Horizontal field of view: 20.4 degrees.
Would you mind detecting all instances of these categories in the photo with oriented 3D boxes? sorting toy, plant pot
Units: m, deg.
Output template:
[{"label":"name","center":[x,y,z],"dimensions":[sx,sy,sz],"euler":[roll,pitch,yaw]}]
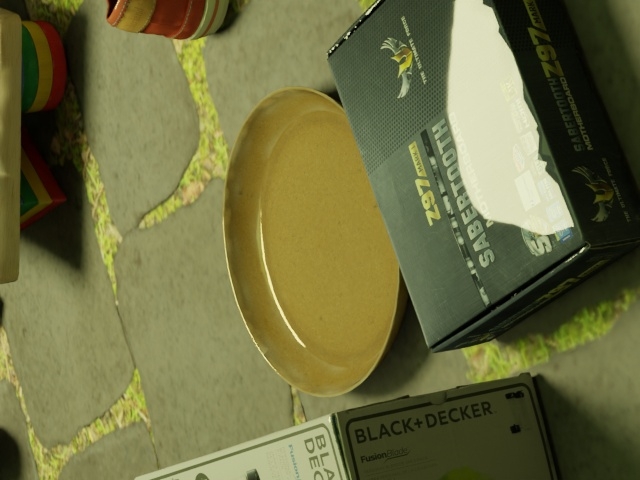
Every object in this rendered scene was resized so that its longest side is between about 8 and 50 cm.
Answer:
[{"label":"sorting toy","center":[-0.334,-0.116,1.765],"dimensions":[0.255,0.089,0.257],"euler":[24,116,51]},{"label":"plant pot","center":[0.000,0.000,1.349],"dimensions":[0.236,0.032,0.236],"euler":[16,110,54]}]

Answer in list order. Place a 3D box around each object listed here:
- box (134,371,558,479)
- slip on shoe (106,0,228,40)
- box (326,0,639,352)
[{"label":"box","center":[0.010,0.173,1.248],"dimensions":[0.290,0.169,0.087],"euler":[-26,75,54]},{"label":"slip on shoe","center":[-0.177,-0.308,1.486],"dimensions":[0.123,0.101,0.331],"euler":[-51,54,49]},{"label":"box","center":[0.101,-0.066,1.162],"dimensions":[0.183,0.059,0.233],"euler":[-39,64,53]}]
